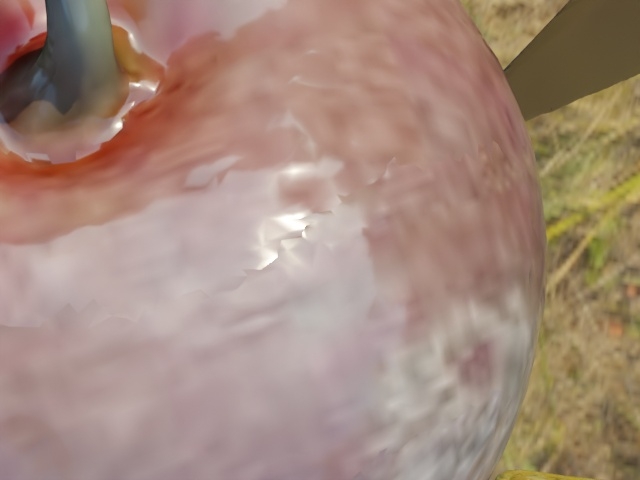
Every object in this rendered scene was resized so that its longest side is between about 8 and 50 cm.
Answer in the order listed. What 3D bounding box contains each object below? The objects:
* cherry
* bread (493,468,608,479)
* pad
[{"bbox_3d":[-0.056,-0.001,0.465,0.213,0.236,0.285,-6,146,-9],"label":"cherry"},{"bbox_3d":[0.148,0.178,1.196,0.110,0.066,0.060,9,76,-21],"label":"bread"},{"bbox_3d":[0.231,-0.159,1.199,0.007,0.368,0.247,55,135,12],"label":"pad"}]
